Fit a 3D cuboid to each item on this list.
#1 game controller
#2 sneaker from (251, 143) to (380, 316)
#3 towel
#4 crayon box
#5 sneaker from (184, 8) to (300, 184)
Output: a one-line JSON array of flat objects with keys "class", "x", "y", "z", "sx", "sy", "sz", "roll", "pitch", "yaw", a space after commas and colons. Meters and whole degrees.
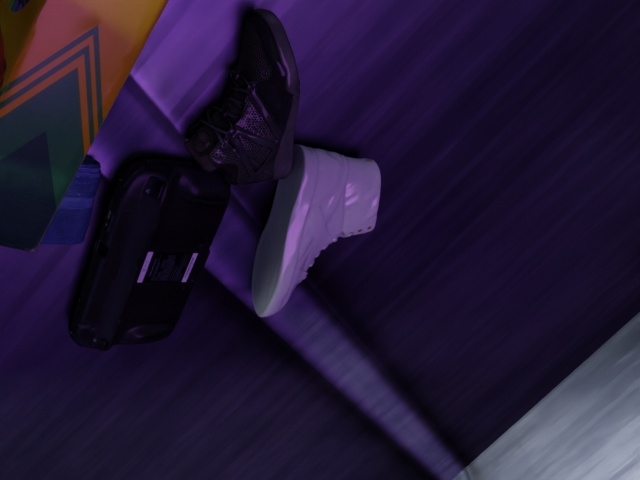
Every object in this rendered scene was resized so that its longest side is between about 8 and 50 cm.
[{"class": "game controller", "x": -0.239, "y": 0.028, "z": 0.791, "sx": 0.166, "sy": 0.067, "sz": 0.319, "roll": -4, "pitch": 130, "yaw": -49}, {"class": "sneaker", "x": 0.000, "y": 0.000, "z": 0.878, "sx": 0.169, "sy": 0.108, "sz": 0.293, "roll": 3, "pitch": 123, "yaw": -31}, {"class": "towel", "x": -0.312, "y": -0.050, "z": 0.686, "sx": 0.067, "sy": 0.029, "sz": 0.120, "roll": 4, "pitch": 123, "yaw": -36}, {"class": "crayon box", "x": -0.239, "y": -0.177, "z": 0.499, "sx": 0.081, "sy": 0.202, "sz": 0.319, "roll": 20, "pitch": 113, "yaw": -42}, {"class": "sneaker", "x": -0.098, "y": -0.160, "z": 0.688, "sx": 0.130, "sy": 0.087, "sz": 0.228, "roll": -20, "pitch": 140, "yaw": -27}]
